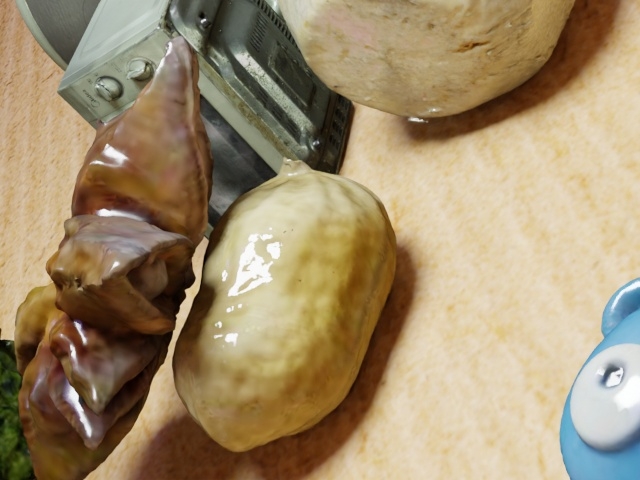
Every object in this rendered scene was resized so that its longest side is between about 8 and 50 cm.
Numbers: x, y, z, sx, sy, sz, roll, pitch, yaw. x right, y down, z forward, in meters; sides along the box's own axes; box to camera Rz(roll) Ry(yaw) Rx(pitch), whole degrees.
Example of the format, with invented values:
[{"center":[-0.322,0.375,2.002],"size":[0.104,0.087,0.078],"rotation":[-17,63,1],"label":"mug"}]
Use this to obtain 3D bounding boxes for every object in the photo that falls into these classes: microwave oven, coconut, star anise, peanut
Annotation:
[{"center":[-0.080,-0.118,1.148],"size":[0.129,0.205,0.163],"rotation":[-24,35,32],"label":"microwave oven"},{"center":[0.084,-0.221,1.054],"size":[0.227,0.227,0.230],"rotation":[-13,48,44],"label":"coconut"},{"center":[-0.142,0.036,0.960],"size":[0.349,0.109,0.292],"rotation":[119,175,-73],"label":"star anise"},{"center":[-0.023,0.038,0.942],"size":[0.129,0.129,0.224],"rotation":[-21,38,36],"label":"peanut"}]

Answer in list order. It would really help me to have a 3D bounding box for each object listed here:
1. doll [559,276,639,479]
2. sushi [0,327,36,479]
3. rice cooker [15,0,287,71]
[{"center":[0.174,0.117,0.606],"size":[0.346,0.099,0.341],"rotation":[-40,26,13],"label":"doll"},{"center":[-0.370,0.179,1.148],"size":[0.352,0.178,0.294],"rotation":[-22,32,40],"label":"sushi"},{"center":[-0.130,-0.291,1.377],"size":[0.277,0.288,0.288],"rotation":[-18,37,41],"label":"rice cooker"}]
